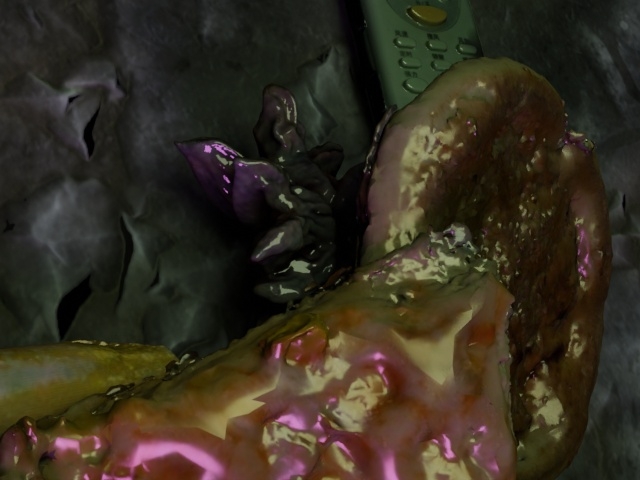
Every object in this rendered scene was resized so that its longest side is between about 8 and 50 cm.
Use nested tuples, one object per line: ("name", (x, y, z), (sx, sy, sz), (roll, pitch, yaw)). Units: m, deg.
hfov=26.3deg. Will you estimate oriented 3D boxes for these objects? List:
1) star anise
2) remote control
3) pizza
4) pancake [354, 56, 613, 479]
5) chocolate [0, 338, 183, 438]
("star anise", (-0.003, 0.003, 1.124), (0.212, 0.129, 0.283), (-6, 86, -38))
("remote control", (0.095, -0.185, 1.323), (0.140, 0.056, 0.296), (0, 66, -31))
("pizza", (0.004, 0.238, 0.951), (0.434, 0.080, 0.392), (-25, 95, -15))
("pancake", (0.150, 0.027, 1.154), (0.382, 0.071, 0.382), (-3, 94, -50))
("chocolate", (-0.198, 0.111, 0.978), (0.219, 0.085, 0.086), (-4, 69, -38))
